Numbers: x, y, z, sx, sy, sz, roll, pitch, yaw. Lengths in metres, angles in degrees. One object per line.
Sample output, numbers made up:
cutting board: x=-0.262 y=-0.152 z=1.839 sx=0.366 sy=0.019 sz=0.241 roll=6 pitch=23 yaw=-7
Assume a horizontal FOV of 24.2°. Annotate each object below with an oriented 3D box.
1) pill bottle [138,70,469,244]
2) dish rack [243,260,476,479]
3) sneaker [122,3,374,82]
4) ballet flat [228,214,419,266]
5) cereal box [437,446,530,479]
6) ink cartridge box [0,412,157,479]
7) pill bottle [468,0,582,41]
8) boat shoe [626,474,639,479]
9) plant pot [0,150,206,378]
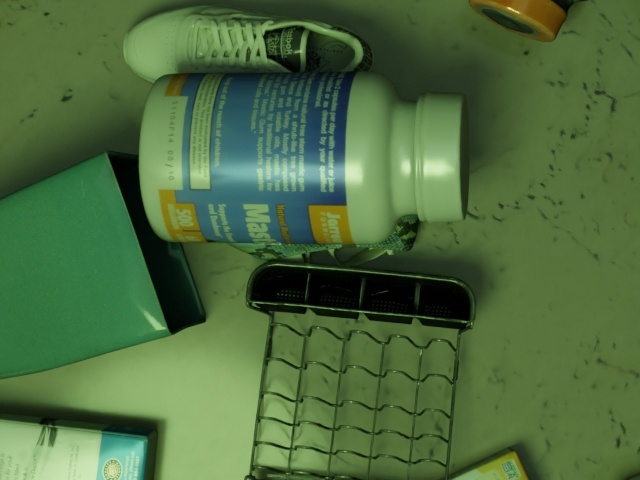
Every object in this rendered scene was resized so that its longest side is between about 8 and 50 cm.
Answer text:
pill bottle: x=-0.009 y=-0.072 z=1.305 sx=0.272 sy=0.152 sz=0.152 roll=1 pitch=89 yaw=10
dish rack: x=0.028 y=0.163 z=1.353 sx=0.208 sy=0.074 sz=0.271 roll=5 pitch=77 yaw=8
sneaker: x=-0.067 y=-0.178 z=1.372 sx=0.235 sy=0.095 sz=0.090 roll=3 pitch=91 yaw=2
ballet flat: x=0.000 y=0.000 z=1.388 sx=0.188 sy=0.070 sz=0.070 roll=-7 pitch=89 yaw=5
cereal box: x=0.107 y=0.319 z=1.385 sx=0.240 sy=0.047 sz=0.173 roll=-26 pitch=87 yaw=0
ink cartridge box: x=-0.255 y=0.234 z=1.375 sx=0.191 sy=0.082 sz=0.139 roll=7 pitch=89 yaw=2
pill bottle: x=0.223 y=-0.306 z=1.351 sx=0.130 sy=0.130 sz=0.245 roll=25 pitch=90 yaw=1
boat shoe: x=0.412 y=0.242 z=1.358 sx=0.301 sy=0.108 sz=0.102 roll=-9 pitch=88 yaw=-6
plant pot: x=-0.252 y=0.037 z=1.343 sx=0.234 sy=0.165 sz=0.165 roll=-19 pitch=89 yaw=6
